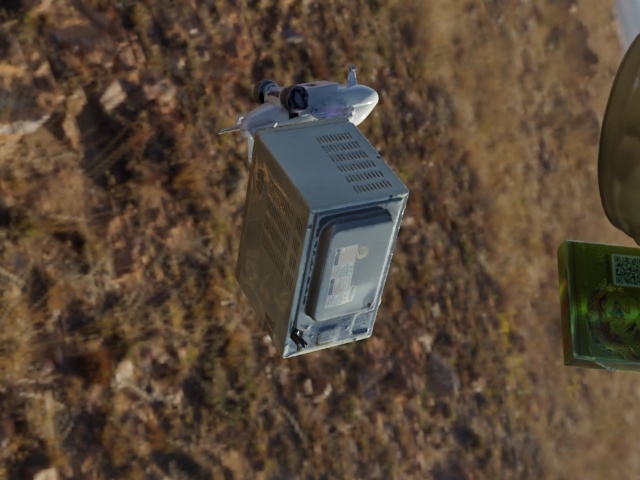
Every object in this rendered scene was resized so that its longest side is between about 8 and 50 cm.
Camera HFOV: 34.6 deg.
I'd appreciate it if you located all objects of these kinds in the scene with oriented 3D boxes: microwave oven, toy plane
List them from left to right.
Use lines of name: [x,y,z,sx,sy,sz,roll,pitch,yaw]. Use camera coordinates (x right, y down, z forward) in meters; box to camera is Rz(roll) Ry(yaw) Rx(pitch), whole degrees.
toy plane: [-0.018,-0.195,1.514,0.255,0.251,0.101,-23,115,-29]
microwave oven: [0.000,0.000,1.267,0.194,0.145,0.241,52,-37,38]

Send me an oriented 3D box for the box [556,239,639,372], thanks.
box: [0.476,0.096,1.377,0.043,0.311,0.173,105,-11,-63]

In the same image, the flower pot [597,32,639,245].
flower pot: [0.503,-0.116,1.247,0.307,0.244,0.308,-23,120,-46]
